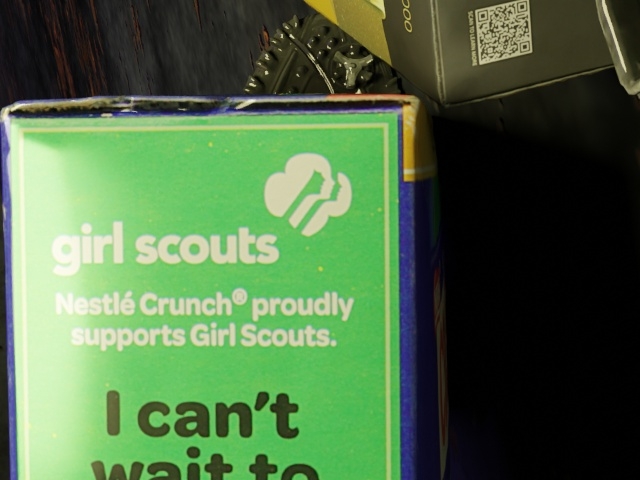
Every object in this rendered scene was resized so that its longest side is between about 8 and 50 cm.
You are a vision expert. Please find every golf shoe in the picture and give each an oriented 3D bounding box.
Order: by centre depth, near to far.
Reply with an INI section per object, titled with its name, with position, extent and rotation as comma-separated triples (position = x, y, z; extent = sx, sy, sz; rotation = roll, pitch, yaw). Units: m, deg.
[golf shoe]
position = 0.000, 0.000, 0.745
extent = 0.094, 0.077, 0.198
rotation = -71, -19, -85

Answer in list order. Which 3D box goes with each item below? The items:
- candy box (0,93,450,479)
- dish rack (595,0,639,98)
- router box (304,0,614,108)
[candy box]
position = -0.016, 0.110, 0.570
extent = 0.268, 0.122, 0.317
rotation = -35, -57, -83
[dish rack]
position = 0.144, 0.027, 0.248
extent = 0.208, 0.074, 0.271
rotation = 130, 124, -73
[router box]
position = 0.009, -0.222, 0.489
extent = 0.243, 0.081, 0.309
rotation = -133, 31, -60
